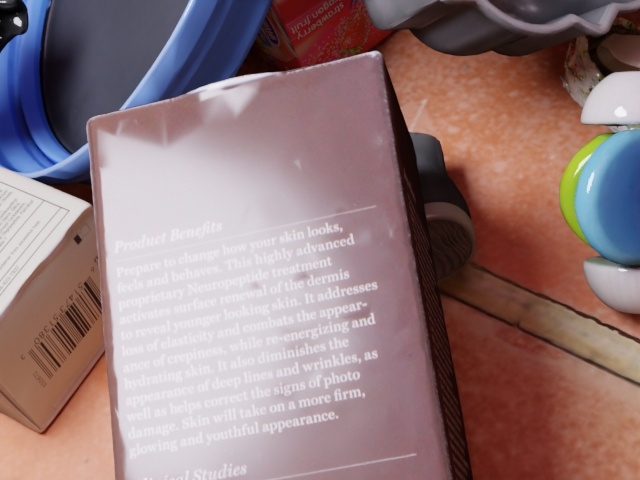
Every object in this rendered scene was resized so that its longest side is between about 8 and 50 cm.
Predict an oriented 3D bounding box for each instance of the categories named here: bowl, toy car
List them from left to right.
[{"bbox_3d":[-0.163,-0.228,0.965,0.391,0.077,0.391,-20,62,43],"label":"bowl"},{"bbox_3d":[0.238,-0.027,0.744,0.182,0.136,0.159,1,98,18],"label":"toy car"}]

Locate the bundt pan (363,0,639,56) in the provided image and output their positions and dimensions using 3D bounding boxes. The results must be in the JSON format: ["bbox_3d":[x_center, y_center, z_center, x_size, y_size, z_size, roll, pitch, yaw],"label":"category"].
[{"bbox_3d":[0.097,-0.276,0.847,0.124,0.331,0.331,-26,33,57],"label":"bundt pan"}]

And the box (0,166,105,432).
[{"bbox_3d":[-0.309,0.010,0.928,0.311,0.121,0.148,22,64,29],"label":"box"}]

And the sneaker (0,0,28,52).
[{"bbox_3d":[-0.311,-0.133,0.915,0.106,0.078,0.234,11,46,27],"label":"sneaker"}]

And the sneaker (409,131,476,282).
[{"bbox_3d":[0.000,0.000,0.878,0.222,0.083,0.118,-17,38,8],"label":"sneaker"}]

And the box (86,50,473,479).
[{"bbox_3d":[-0.017,0.098,0.706,0.191,0.143,0.381,-11,70,10],"label":"box"}]

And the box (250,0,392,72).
[{"bbox_3d":[0.036,-0.264,1.012,0.257,0.128,0.122,-40,53,-13],"label":"box"}]

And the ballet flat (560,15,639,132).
[{"bbox_3d":[0.264,-0.089,0.848,0.091,0.077,0.241,-41,54,-16],"label":"ballet flat"}]
